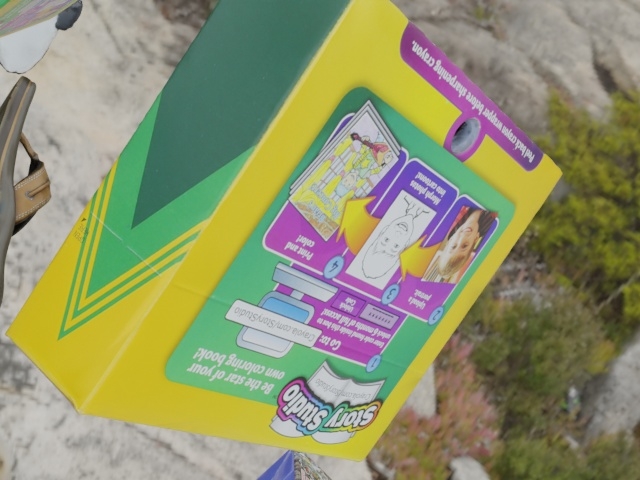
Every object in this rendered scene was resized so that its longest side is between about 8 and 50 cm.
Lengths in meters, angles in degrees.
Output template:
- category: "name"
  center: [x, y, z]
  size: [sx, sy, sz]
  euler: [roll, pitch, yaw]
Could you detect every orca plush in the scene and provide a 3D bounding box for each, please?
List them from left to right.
- category: "orca plush"
  center: [-0.429, -0.390, 1.505]
  size: [0.151, 0.287, 0.102]
  euler: [-12, 35, -18]

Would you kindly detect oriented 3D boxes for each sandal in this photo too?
- category: "sandal"
  center: [-0.238, -0.026, 0.806]
  size: [0.060, 0.090, 0.219]
  euler: [19, 50, -31]

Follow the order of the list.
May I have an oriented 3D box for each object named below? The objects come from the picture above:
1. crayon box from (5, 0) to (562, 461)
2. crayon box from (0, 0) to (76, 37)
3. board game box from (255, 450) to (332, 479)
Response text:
- category: "crayon box"
  center: [0.000, 0.000, 0.789]
  size: [0.106, 0.313, 0.363]
  euler: [38, 6, 34]
- category: "crayon box"
  center: [-0.294, -0.284, 1.075]
  size: [0.165, 0.278, 0.081]
  euler: [-34, 103, -43]
- category: "board game box"
  center: [-0.018, 0.478, 1.453]
  size: [0.291, 0.232, 0.141]
  euler: [46, 5, -9]
